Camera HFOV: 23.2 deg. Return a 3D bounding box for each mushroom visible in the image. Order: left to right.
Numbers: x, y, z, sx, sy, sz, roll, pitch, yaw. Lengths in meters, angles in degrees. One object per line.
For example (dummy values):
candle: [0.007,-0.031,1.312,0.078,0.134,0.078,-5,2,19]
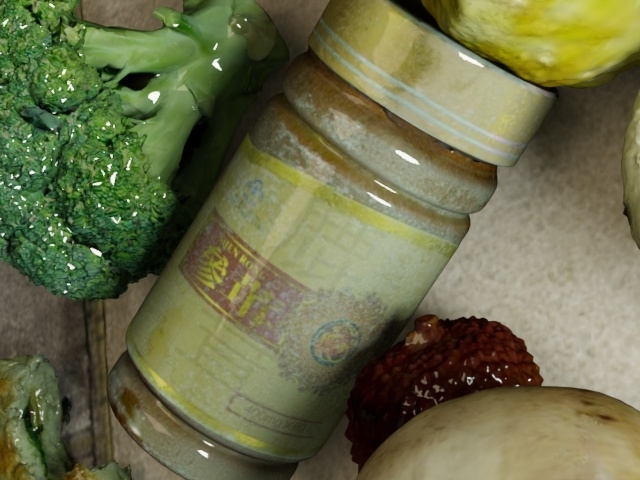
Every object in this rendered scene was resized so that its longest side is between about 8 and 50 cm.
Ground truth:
mushroom: [0.101,0.191,0.767,0.254,0.184,0.255,-25,37,21]

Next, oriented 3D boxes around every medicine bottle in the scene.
medicine bottle: [0.000,0.000,0.991,0.151,0.151,0.322,46,111,39]

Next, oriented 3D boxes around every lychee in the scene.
lychee: [0.074,0.109,0.923,0.123,0.123,0.129,28,126,43]

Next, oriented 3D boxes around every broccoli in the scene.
broccoli: [-0.152,-0.091,1.115,0.270,0.270,0.270,-32,54,-3]

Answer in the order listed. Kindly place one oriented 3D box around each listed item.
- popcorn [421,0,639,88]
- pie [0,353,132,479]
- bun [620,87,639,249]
popcorn: [0.121,-0.214,0.852,0.225,0.276,0.276,-58,47,36]
pie: [-0.260,0.238,1.228,0.302,0.067,0.303,-11,72,38]
bun: [0.284,-0.037,0.742,0.259,0.160,0.259,-28,45,33]
